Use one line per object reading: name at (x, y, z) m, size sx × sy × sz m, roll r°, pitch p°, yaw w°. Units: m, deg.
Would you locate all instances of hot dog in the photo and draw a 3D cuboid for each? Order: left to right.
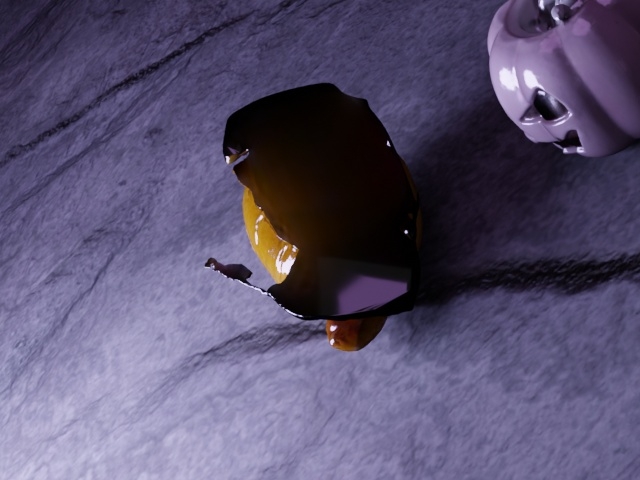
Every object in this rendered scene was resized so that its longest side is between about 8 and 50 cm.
hot dog at (0.005, -0.003, 1.571) m, size 0.194 × 0.107 × 0.326 m, roll -16°, pitch 41°, yaw 13°

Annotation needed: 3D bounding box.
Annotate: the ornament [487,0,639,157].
ornament at (0.225, -0.164, 1.459) m, size 0.177 × 0.177 × 0.177 m, roll -31°, pitch 32°, yaw 22°
